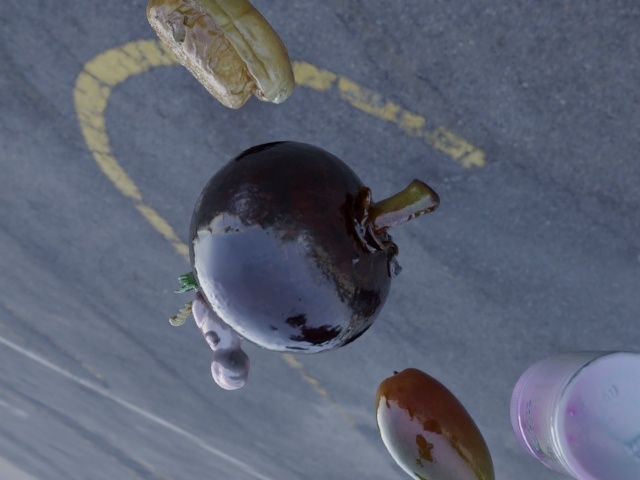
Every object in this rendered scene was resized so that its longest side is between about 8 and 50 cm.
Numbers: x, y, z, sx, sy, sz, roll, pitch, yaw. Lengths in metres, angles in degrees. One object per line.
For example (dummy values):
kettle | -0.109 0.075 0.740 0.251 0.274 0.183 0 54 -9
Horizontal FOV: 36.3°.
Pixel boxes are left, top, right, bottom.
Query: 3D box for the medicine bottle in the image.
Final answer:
medicine bottle | 0.315 0.203 1.124 0.152 0.152 0.254 25 174 2

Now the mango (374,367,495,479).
mango | 0.199 0.342 1.618 0.289 0.146 0.129 50 163 -6

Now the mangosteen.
mangosteen | 0.000 0.000 1.015 0.261 0.235 0.235 -21 136 23

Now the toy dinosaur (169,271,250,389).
toy dinosaur | -0.143 0.135 1.565 0.152 0.177 0.194 -8 -167 -24

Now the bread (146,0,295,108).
bread | -0.139 -0.281 1.340 0.236 0.120 0.198 45 175 16
